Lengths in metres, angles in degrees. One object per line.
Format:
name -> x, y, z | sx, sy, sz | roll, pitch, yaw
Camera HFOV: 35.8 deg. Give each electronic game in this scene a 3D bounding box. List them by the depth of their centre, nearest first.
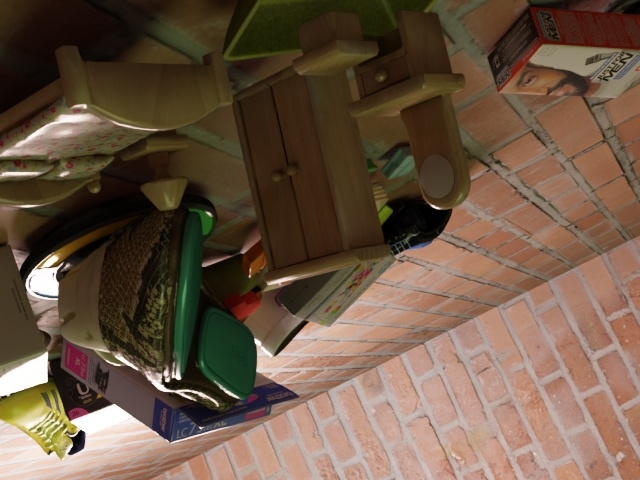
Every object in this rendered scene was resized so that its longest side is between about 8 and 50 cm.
electronic game -> -0.224, 0.009, 1.115 | 0.229, 0.048, 0.229 | -23, 165, -7

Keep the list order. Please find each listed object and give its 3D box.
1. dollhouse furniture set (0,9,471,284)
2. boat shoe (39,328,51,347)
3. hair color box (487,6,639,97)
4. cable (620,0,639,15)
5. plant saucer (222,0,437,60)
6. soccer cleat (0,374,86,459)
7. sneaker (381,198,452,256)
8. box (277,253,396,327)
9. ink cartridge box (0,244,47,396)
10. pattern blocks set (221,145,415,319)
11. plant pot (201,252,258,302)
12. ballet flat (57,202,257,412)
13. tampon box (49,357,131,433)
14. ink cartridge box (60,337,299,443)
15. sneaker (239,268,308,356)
dollhouse furniture set -> -0.108, -0.044, 0.728 | 0.355, 0.174, 0.303 | -9, 174, -45
boat shoe -> -0.425, 0.165, 1.321 | 0.152, 0.056, 0.049 | -27, 160, 10
hair color box -> 0.280, -0.203, 1.087 | 0.167, 0.053, 0.093 | -1, 155, -23
cable -> 0.388, -0.251, 1.193 | 0.184, 0.047, 0.150 | -9, 154, -33
plant saucer -> 0.030, -0.215, 0.746 | 0.188, 0.045, 0.188 | -14, 163, -33
soccer cleat -> -0.441, 0.295, 1.614 | 0.093, 0.121, 0.289 | -23, 165, -3
sneaker -> 0.097, -0.012, 1.498 | 0.232, 0.081, 0.090 | -22, 161, -30
box -> 0.027, 0.052, 1.369 | 0.145, 0.038, 0.186 | -45, 164, 3
ink cartridge box -> -0.390, 0.105, 1.033 | 0.176, 0.127, 0.128 | -17, 164, -21
pattern blocks set -> 0.000, 0.000, 1.314 | 0.285, 0.026, 0.325 | -23, 158, -42
plant pot -> -0.131, 0.058, 1.390 | 0.079, 0.083, 0.083 | -31, 169, -25
ballet flat -> -0.189, 0.092, 1.102 | 0.182, 0.164, 0.483 | 4, 159, 6
tampon box -> -0.345, 0.232, 1.585 | 0.120, 0.101, 0.161 | -22, 165, -8
ink cartridge box -> -0.202, 0.198, 1.397 | 0.311, 0.065, 0.186 | 20, -162, 40
sneaker -> -0.046, 0.068, 1.545 | 0.106, 0.123, 0.290 | -58, 170, 27
